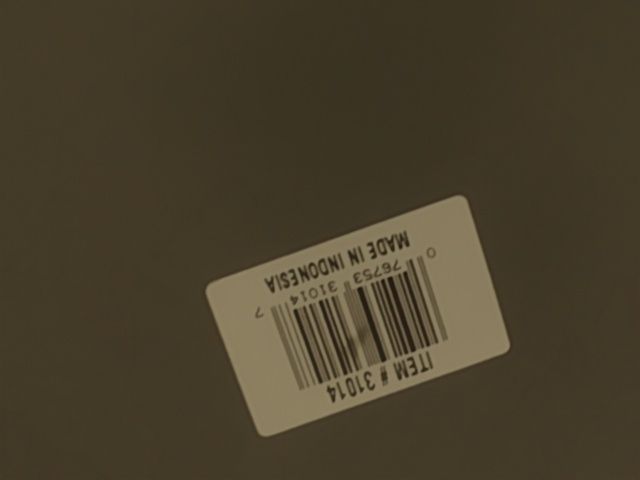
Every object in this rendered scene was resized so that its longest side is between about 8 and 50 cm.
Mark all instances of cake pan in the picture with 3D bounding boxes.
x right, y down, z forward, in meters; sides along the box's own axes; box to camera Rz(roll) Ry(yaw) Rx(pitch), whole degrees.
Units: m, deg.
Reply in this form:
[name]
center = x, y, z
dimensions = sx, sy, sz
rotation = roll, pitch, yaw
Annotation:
[cake pan]
center = 0.000, 0.000, 0.369
dimensions = 0.293, 0.054, 0.293
rotation = -4, -66, -8
